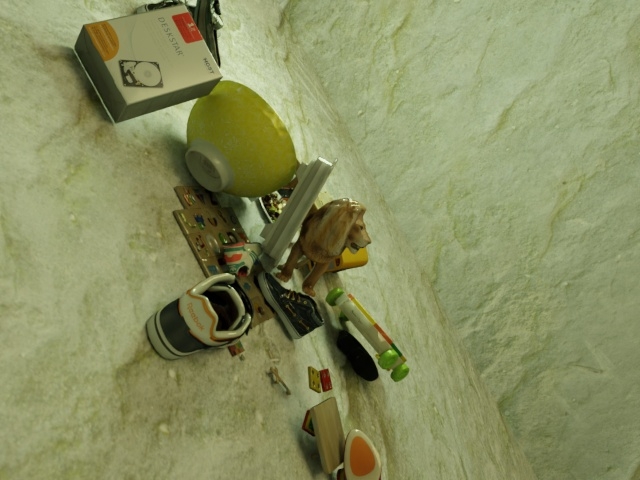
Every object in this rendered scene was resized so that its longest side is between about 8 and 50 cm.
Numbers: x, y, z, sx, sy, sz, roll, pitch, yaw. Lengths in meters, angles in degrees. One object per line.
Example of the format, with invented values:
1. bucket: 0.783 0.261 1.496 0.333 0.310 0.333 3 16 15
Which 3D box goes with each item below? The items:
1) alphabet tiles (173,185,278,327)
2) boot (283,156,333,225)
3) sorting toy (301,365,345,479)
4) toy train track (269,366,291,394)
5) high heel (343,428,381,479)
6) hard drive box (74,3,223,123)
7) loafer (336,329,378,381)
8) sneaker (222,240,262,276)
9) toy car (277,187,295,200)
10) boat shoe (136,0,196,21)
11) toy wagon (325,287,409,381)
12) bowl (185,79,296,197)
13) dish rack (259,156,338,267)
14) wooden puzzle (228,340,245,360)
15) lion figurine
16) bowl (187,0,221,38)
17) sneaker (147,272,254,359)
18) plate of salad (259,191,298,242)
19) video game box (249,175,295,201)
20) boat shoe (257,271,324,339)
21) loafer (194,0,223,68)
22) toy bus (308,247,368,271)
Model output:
1. alphabet tiles: -0.205 0.030 1.507 0.342 0.011 0.285 62 16 4
2. boot: -0.039 -0.154 2.155 0.262 0.095 0.203 63 17 1
3. sorting toy: 0.003 0.396 1.413 0.132 0.046 0.274 6 71 -70
4. toy train track: -0.086 0.295 1.414 0.083 0.014 0.048 58 9 -31
5. high heel: 0.097 0.523 1.428 0.117 0.082 0.244 101 -30 -69
6. hard drive box: -0.348 -0.364 1.387 0.232 0.089 0.181 -29 89 -36
7. loafer: 0.106 0.314 1.873 0.170 0.062 0.061 57 12 -17
8. sneaker: -0.171 0.042 1.496 0.161 0.057 0.075 11 74 -76
9. toy car: -0.114 -0.170 2.039 0.040 0.060 0.122 109 -34 -69
10. boat shoe: -0.392 -0.602 1.838 0.113 0.105 0.306 59 16 -4
11. toy wagon: 0.147 0.272 1.894 0.267 0.068 0.344 49 -2 35
12. bowl: -0.212 -0.200 1.541 0.156 0.289 0.289 -44 108 -32
13. dish rack: -0.060 -0.081 1.641 0.072 0.285 0.333 29 2 -1
14. wooden puzzle: -0.171 0.199 1.330 0.083 0.006 0.049 62 16 6
15. lion figurine: 0.000 0.000 1.639 0.142 0.240 0.392 30 2 -10
16. bowl: -0.375 -0.673 2.100 0.142 0.053 0.142 56 17 -18
17. sneaker: -0.173 0.127 1.224 0.126 0.127 0.321 60 17 2
18. plate of salad: -0.111 -0.085 1.911 0.200 0.048 0.200 53 18 -26
19. video game box: -0.178 -0.206 1.683 0.048 0.187 0.205 -44 104 -30
20. boat shoe: -0.066 0.136 1.572 0.183 0.083 0.065 57 16 -12
21. loafer: -0.297 -0.586 1.857 0.084 0.267 0.096 18 51 -2
22. toy bus: 0.050 0.036 2.002 0.333 0.130 0.108 1 77 -71
